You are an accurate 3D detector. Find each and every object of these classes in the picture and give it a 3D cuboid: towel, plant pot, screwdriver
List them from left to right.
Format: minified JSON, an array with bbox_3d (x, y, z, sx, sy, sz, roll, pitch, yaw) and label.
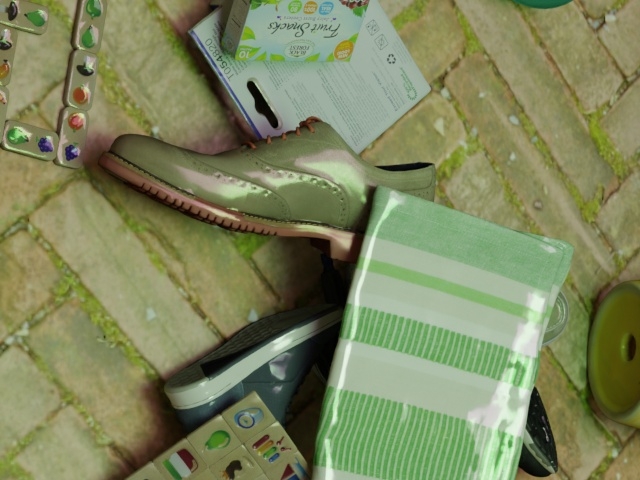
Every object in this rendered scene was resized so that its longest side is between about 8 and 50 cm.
[{"bbox_3d":[0.000,0.000,1.937,0.025,0.024,0.170,-25,101,-64],"label":"screwdriver"},{"bbox_3d":[0.120,0.132,1.832,0.248,0.038,0.325,16,88,-30],"label":"towel"},{"bbox_3d":[0.453,0.137,2.133,0.239,0.254,0.254,7,82,-20],"label":"plant pot"}]

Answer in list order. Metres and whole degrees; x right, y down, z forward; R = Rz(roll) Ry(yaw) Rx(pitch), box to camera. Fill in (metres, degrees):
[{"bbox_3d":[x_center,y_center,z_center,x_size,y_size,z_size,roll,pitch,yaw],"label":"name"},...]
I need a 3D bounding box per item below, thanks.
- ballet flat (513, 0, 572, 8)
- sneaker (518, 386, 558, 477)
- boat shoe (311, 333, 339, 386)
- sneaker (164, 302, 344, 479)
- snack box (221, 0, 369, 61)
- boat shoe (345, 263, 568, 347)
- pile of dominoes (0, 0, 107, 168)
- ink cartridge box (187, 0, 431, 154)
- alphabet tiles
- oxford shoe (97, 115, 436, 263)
[{"bbox_3d":[0.144,-0.366,2.012,0.400,0.139,0.139,15,78,-43],"label":"ballet flat"},{"bbox_3d":[0.153,0.176,1.995,0.283,0.124,0.107,47,26,-38],"label":"sneaker"},{"bbox_3d":[0.029,0.146,1.933,0.049,0.040,0.142,-37,108,-32],"label":"boat shoe"},{"bbox_3d":[-0.043,0.169,1.852,0.226,0.086,0.163,-31,106,-35],"label":"sneaker"},{"bbox_3d":[-0.021,-0.230,1.843,0.141,0.037,0.100,-3,127,-34],"label":"snack box"},{"bbox_3d":[0.168,0.068,2.007,0.302,0.094,0.109,9,81,-35],"label":"boat shoe"},{"bbox_3d":[-0.285,-0.210,1.734,0.196,0.040,0.251,14,78,-35],"label":"pile of dominoes"},{"bbox_3d":[-0.016,-0.185,1.924,0.224,0.045,0.223,-42,109,-30],"label":"ink cartridge box"},{"bbox_3d":[-0.084,0.287,1.792,0.198,0.009,0.237,-35,115,-2],"label":"alphabet tiles"},{"bbox_3d":[-0.047,-0.067,1.815,0.348,0.123,0.130,14,95,-24],"label":"oxford shoe"}]
